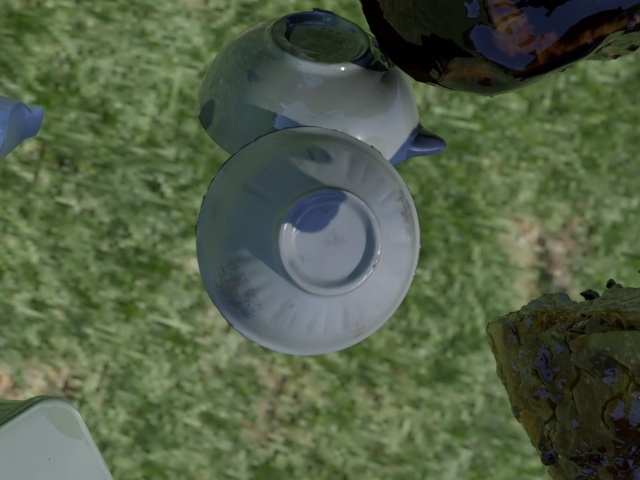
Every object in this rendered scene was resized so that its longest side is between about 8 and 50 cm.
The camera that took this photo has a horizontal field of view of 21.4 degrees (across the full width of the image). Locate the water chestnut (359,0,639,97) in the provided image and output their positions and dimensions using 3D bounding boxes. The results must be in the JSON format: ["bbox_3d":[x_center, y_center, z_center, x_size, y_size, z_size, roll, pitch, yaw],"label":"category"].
[{"bbox_3d":[0.165,-0.266,1.410,0.300,0.300,0.300,-25,122,-49],"label":"water chestnut"}]

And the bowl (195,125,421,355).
[{"bbox_3d":[0.000,0.000,1.344,0.189,0.086,0.189,0,91,-13],"label":"bowl"}]

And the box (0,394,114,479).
[{"bbox_3d":[-0.438,0.309,1.779,0.352,0.344,0.177,-33,105,-29],"label":"box"}]

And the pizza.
[{"bbox_3d":[0.163,0.079,0.908,0.069,0.194,0.154,-16,73,-28],"label":"pizza"}]

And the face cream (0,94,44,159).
[{"bbox_3d":[-0.471,-0.156,1.742,0.145,0.370,0.145,-166,-90,-81],"label":"face cream"}]

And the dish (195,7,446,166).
[{"bbox_3d":[0.004,-0.150,1.508,0.228,0.236,0.086,-24,139,-36],"label":"dish"}]
